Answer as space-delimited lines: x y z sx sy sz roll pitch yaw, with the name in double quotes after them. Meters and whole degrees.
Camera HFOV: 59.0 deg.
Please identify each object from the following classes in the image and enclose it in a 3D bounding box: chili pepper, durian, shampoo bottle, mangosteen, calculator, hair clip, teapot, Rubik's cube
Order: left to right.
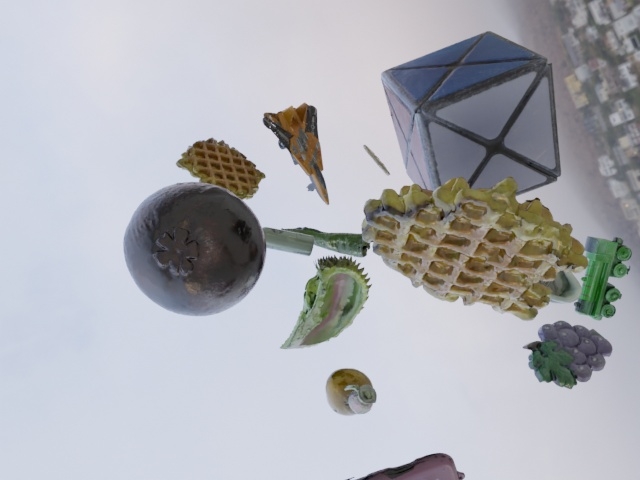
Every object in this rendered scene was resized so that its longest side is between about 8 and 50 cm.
-0.258 0.014 1.213 0.297 0.297 0.293 65 -155 -2 "mangosteen"
-0.116 -0.003 1.440 0.195 0.056 0.056 11 -120 -12 "shampoo bottle"
0.000 0.000 1.927 0.076 0.359 0.085 31 -112 -61 "chili pepper"
0.018 0.164 1.468 0.157 0.355 0.169 34 -139 15 "durian"
0.101 0.389 1.414 0.083 0.064 0.064 39 -130 10 "teapot"
0.142 0.504 1.074 0.043 0.294 0.194 -118 9 -62 "calculator"
0.291 -0.226 1.109 0.259 0.260 0.255 -103 -7 -56 "Rubik's cube"
0.456 0.210 1.054 0.195 0.052 0.124 -20 -129 -31 "hair clip"

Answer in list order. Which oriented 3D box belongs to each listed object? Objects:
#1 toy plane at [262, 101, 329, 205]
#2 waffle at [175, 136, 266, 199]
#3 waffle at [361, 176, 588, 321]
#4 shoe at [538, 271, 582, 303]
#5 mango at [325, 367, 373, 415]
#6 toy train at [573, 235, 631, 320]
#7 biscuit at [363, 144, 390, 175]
-0.045 -0.252 1.701 0.204 0.103 0.316 -24 -80 -37 "toy plane"
-0.279 -0.202 1.622 0.238 0.059 0.243 34 -146 0 "waffle"
0.197 0.016 0.738 0.301 0.281 0.058 55 -129 -51 "waffle"
0.455 0.024 1.311 0.363 0.160 0.132 41 -94 -12 "shoe"
0.075 0.418 1.567 0.098 0.137 0.195 57 -175 39 "mango"
0.805 0.110 1.630 0.119 0.085 0.251 9 -80 -9 "toy train"
0.209 -0.298 2.095 0.152 0.020 0.152 47 -168 -13 "biscuit"
